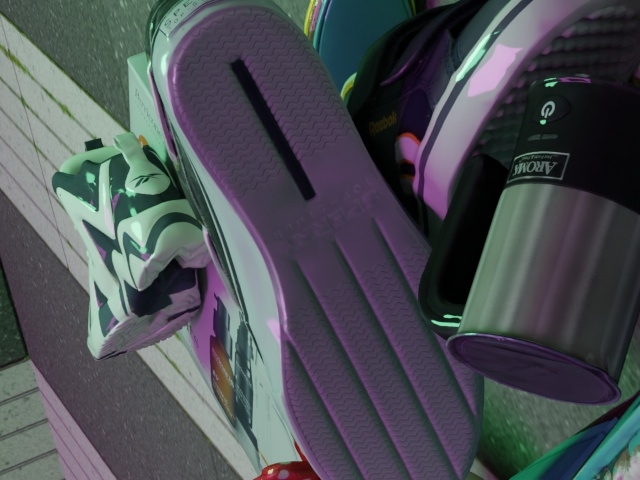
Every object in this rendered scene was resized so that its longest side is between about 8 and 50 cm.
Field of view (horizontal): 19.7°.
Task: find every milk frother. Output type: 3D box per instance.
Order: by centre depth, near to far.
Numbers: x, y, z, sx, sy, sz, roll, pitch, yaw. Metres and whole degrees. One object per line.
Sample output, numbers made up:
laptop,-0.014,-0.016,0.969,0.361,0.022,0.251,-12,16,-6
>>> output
milk frother,0.134,0.015,0.880,0.129,0.143,0.134,-19,49,66

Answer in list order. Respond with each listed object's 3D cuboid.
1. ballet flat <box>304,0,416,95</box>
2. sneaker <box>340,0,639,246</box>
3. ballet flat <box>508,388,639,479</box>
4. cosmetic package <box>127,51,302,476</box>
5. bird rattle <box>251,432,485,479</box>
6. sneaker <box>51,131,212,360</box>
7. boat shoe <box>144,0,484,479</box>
ballet flat,0.028,-0.102,1.232,0.077,0.077,0.231,-108,6,-54
sneaker,0.079,-0.081,1.015,0.127,0.126,0.321,56,160,18
ballet flat,0.193,0.135,0.982,0.147,0.147,0.409,64,164,14
cosmetic package,-0.048,0.050,1.575,0.377,0.097,0.284,57,156,32
bird rattle,0.072,0.199,1.326,0.207,0.143,0.253,-8,121,47
sneaker,-0.169,-0.005,1.560,0.153,0.094,0.235,64,159,20
boat shoe,0.000,0.000,1.038,0.119,0.121,0.335,-126,14,-67
